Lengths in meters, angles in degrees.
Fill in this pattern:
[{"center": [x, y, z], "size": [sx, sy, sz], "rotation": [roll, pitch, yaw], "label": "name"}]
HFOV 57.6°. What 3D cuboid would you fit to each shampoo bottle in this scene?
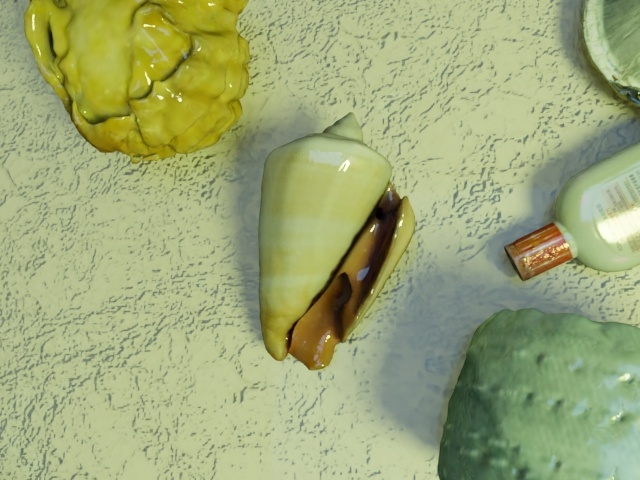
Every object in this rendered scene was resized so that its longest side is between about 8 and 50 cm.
[{"center": [0.288, -0.026, 0.560], "size": [0.220, 0.051, 0.108], "rotation": [-27, 95, 12], "label": "shampoo bottle"}]

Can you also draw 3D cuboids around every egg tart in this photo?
[{"center": [0.381, -0.226, 0.569], "size": [0.233, 0.094, 0.234], "rotation": [-2, 77, 9], "label": "egg tart"}]

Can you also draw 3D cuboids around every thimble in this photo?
[{"center": [0.229, 0.159, 0.465], "size": [0.250, 0.205, 0.172], "rotation": [14, 76, 30], "label": "thimble"}]

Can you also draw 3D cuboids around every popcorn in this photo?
[{"center": [-0.182, -0.205, 0.627], "size": [0.249, 0.190, 0.251], "rotation": [-1, 81, 4], "label": "popcorn"}]

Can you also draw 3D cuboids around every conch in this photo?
[{"center": [-0.001, -0.005, 0.603], "size": [0.158, 0.127, 0.255], "rotation": [18, 106, -15], "label": "conch"}]
